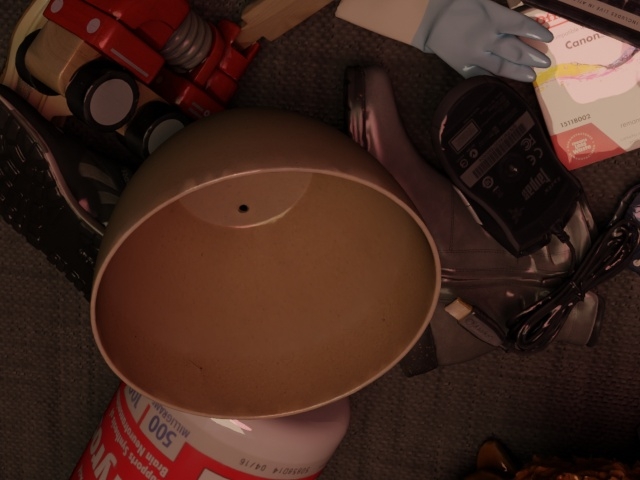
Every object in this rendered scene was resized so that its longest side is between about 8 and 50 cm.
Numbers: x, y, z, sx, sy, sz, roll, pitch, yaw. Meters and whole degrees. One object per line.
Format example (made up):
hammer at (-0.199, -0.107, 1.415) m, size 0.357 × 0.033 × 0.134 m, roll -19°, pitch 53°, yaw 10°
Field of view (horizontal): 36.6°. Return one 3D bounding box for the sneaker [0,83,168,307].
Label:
sneaker at (-0.230, -0.044, 0.962) m, size 0.107 × 0.124 × 0.283 m, roll -35°, pitch 97°, yaw 38°

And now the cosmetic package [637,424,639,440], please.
cosmetic package at (0.560, 0.185, 0.962) m, size 0.377 × 0.097 × 0.284 m, roll 27°, pitch 109°, yaw 0°

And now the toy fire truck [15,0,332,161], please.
toy fire truck at (-0.117, -0.189, 0.901) m, size 0.158 × 0.217 × 0.246 m, roll 33°, pitch 89°, yaw 36°

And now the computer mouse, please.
computer mouse at (0.160, -0.016, 0.890) m, size 0.262 × 0.060 × 0.184 m, roll 41°, pitch 89°, yaw -25°

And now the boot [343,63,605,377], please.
boot at (0.153, -0.035, 0.965) m, size 0.223 × 0.118 × 0.338 m, roll -14°, pitch 112°, yaw 6°

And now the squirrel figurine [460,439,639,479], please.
squirrel figurine at (0.282, 0.315, 0.945) m, size 0.370 × 0.281 × 0.397 m, roll 25°, pitch 145°, yaw 29°

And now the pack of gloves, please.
pack of gloves at (0.128, -0.252, 0.863) m, size 0.232 × 0.046 × 0.195 m, roll 33°, pitch 107°, yaw 28°

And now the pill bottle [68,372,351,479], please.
pill bottle at (-0.156, 0.282, 1.045) m, size 0.229 × 0.229 × 0.407 m, roll 30°, pitch 110°, yaw -1°

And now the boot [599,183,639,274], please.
boot at (0.352, -0.044, 0.934) m, size 0.086 × 0.069 × 0.190 m, roll 29°, pitch 112°, yaw -4°

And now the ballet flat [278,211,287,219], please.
ballet flat at (0.000, 0.000, 1.006) m, size 0.087 × 0.083 × 0.247 m, roll -24°, pitch 105°, yaw 2°

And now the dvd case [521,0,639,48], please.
dvd case at (0.296, -0.278, 0.837) m, size 0.165 × 0.018 × 0.221 m, roll 27°, pitch 93°, yaw 18°

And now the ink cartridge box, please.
ink cartridge box at (0.249, -0.178, 0.907) m, size 0.115 × 0.067 × 0.198 m, roll -19°, pitch 103°, yaw 13°

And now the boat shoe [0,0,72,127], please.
boat shoe at (-0.262, -0.171, 0.980) m, size 0.098 × 0.109 × 0.302 m, roll 35°, pitch 116°, yaw -9°

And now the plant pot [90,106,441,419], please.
plant pot at (-0.056, -0.006, 0.847) m, size 0.284 × 0.191 × 0.284 m, roll -7°, pitch 132°, yaw -7°
